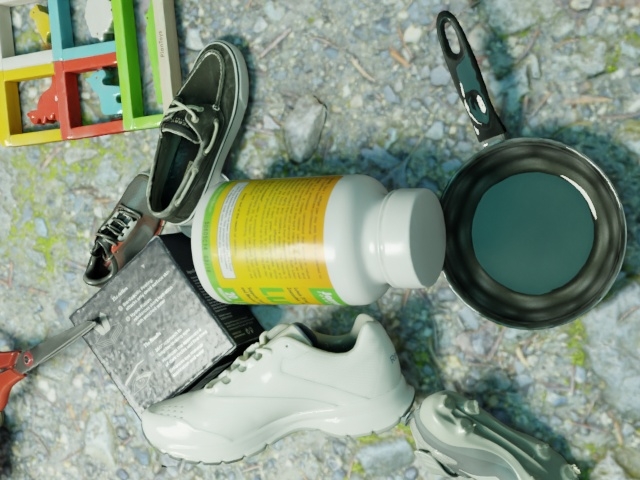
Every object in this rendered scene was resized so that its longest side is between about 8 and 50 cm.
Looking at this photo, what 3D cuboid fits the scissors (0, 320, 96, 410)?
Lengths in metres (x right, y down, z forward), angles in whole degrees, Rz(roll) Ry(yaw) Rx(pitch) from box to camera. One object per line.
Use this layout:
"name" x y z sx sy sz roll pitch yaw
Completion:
"scissors" -0.356 0.157 1.309 0.297 0.021 0.109 -9 86 39

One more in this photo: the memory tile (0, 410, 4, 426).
"memory tile" -0.474 0.187 1.419 0.113 0.012 0.148 -18 87 21

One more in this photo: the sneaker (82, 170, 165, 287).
"sneaker" -0.233 -0.007 1.283 0.061 0.065 0.158 29 104 17

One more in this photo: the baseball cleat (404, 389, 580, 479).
"baseball cleat" 0.183 0.235 1.144 0.206 0.072 0.109 39 141 1

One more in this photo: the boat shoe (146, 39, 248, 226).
"boat shoe" -0.140 -0.125 1.221 0.077 0.070 0.219 11 85 26

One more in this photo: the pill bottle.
"pill bottle" 0.000 0.000 1.141 0.245 0.136 0.136 -1 93 28

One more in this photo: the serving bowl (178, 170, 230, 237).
"serving bowl" -0.129 -0.039 1.256 0.083 0.027 0.083 -4 80 23

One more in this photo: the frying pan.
"frying pan" 0.174 -0.055 1.129 0.197 0.053 0.326 -45 76 19

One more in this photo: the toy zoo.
"toy zoo" -0.306 -0.218 1.315 0.293 0.030 0.192 -5 92 22

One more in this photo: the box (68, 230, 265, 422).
"box" -0.175 0.098 1.253 0.156 0.093 0.158 -40 80 19

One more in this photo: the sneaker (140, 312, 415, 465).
"sneaker" -0.053 0.154 1.170 0.297 0.111 0.129 -14 109 2
